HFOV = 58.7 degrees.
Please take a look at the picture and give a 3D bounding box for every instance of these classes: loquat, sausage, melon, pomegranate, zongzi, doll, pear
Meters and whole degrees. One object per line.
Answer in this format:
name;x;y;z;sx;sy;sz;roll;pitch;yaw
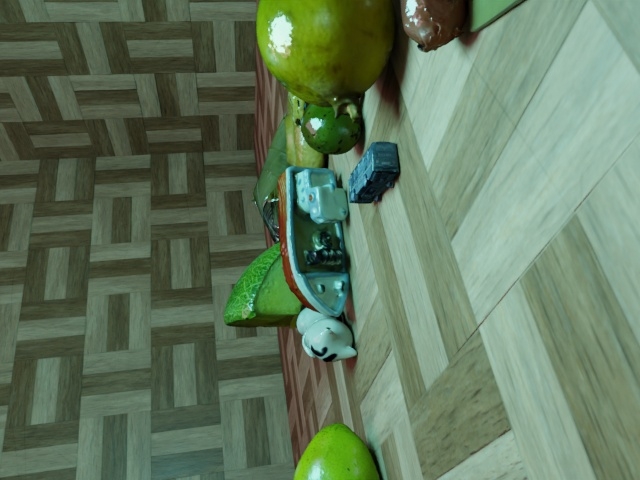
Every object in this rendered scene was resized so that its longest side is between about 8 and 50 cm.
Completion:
loquat;0.014;-0.288;0.834;0.213;0.214;0.245;134;120;-77
sausage;0.117;-0.269;0.593;0.076;0.076;0.141;-169;76;-80
melon;-0.127;0.146;1.510;0.344;0.226;0.331;-28;24;51
pomegranate;0.026;-0.226;1.042;0.142;0.115;0.114;-62;24;25
zongzi;-0.100;-0.176;1.677;0.289;0.154;0.317;-120;32;-50
doll;0.012;0.211;1.294;0.106;0.110;0.180;-52;19;9
pear;0.034;0.477;1.117;0.187;0.188;0.219;100;176;-54

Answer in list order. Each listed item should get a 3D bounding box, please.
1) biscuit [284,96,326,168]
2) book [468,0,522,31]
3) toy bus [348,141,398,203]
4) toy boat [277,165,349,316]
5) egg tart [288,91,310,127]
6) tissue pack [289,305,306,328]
biscuit;-0.043;-0.260;1.443;0.213;0.091;0.273;161;107;-82
book;0.162;-0.301;0.490;0.168;0.013;0.192;-162;68;-79
toy bus;0.083;-0.105;0.927;0.166;0.047;0.065;130;139;-74
toy boat;0.000;0.000;1.220;0.133;0.145;0.331;-16;78;51
egg tart;-0.018;-0.378;1.231;0.291;0.107;0.290;174;90;-85
tissue pack;-0.059;0.186;1.711;0.176;0.095;0.062;-113;20;-60
